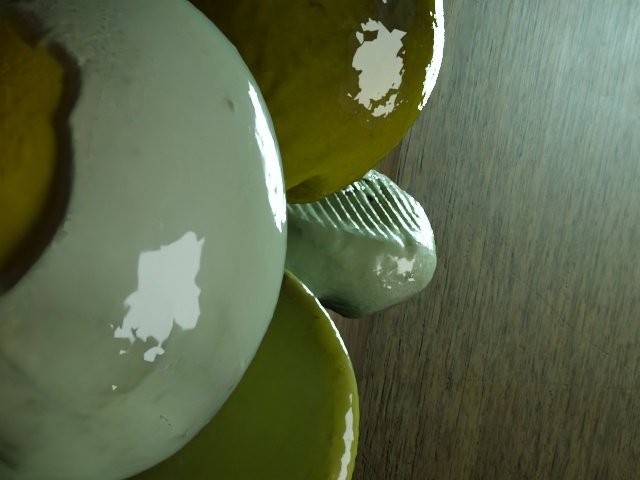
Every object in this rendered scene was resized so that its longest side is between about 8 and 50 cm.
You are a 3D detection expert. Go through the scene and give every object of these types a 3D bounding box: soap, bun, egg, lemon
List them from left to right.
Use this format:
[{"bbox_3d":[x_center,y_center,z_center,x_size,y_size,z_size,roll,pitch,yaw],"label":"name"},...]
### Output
[{"bbox_3d":[-0.154,-0.018,0.835,0.345,0.283,0.283,-76,171,-46],"label":"egg"},{"bbox_3d":[-0.111,0.213,1.195,0.115,0.306,0.427,14,107,-39],"label":"soap"},{"bbox_3d":[-0.032,-0.181,1.304,0.297,0.297,0.297,11,90,-79],"label":"lemon"},{"bbox_3d":[0.003,-0.002,1.758,0.273,0.273,0.168,-58,163,-62],"label":"bun"}]
